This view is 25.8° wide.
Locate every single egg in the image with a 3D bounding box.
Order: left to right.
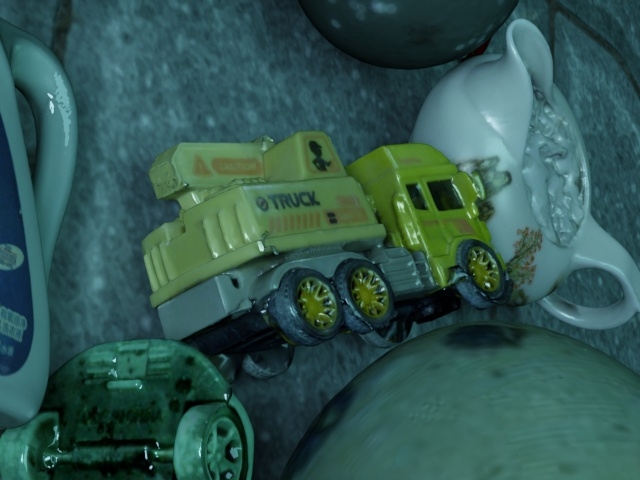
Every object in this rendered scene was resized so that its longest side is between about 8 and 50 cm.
[{"bbox_3d":[0.113,0.253,0.834,0.345,0.345,0.428,18,54,-47],"label":"egg"}]

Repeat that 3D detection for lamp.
[{"bbox_3d":[0.076,-0.274,1.071,0.182,0.182,0.314,38,51,-39],"label":"lamp"}]

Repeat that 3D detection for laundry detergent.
[{"bbox_3d":[-0.212,-0.057,0.714,0.215,0.105,0.280,27,58,-44],"label":"laundry detergent"}]

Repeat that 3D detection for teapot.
[{"bbox_3d":[0.164,-0.042,1.136,0.298,0.139,0.204,57,40,-33],"label":"teapot"}]

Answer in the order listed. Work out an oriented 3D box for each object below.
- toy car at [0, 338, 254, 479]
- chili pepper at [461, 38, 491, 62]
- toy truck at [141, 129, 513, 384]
[{"bbox_3d":[-0.104,0.209,0.749,0.125,0.136,0.306,46,44,-52],"label":"toy car"},{"bbox_3d":[0.166,-0.339,1.292,0.368,0.092,0.137,-63,146,-31],"label":"chili pepper"},{"bbox_3d":[0.000,0.000,0.948,0.272,0.124,0.157,-8,76,-48],"label":"toy truck"}]
